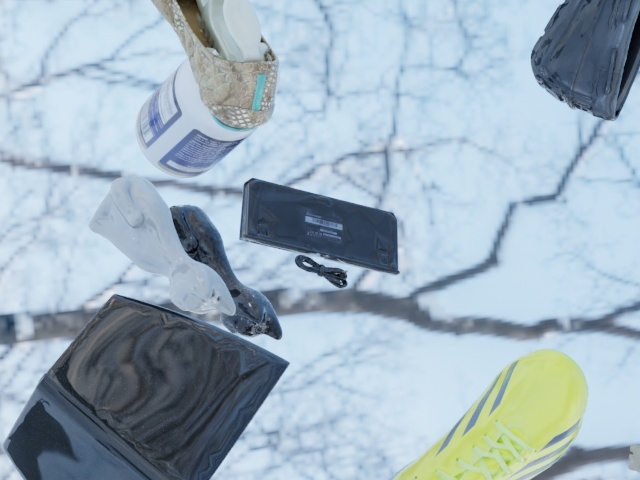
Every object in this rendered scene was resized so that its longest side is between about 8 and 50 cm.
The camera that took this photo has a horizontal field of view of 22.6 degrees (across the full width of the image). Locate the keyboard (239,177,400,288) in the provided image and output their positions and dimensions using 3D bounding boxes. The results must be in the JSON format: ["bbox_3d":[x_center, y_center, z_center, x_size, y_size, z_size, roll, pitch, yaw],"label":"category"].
[{"bbox_3d":[0.000,0.000,1.712,0.023,0.180,0.108,126,-29,-51],"label":"keyboard"}]

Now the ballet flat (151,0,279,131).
[{"bbox_3d":[-0.077,-0.169,1.157,0.206,0.073,0.067,60,-38,32],"label":"ballet flat"}]

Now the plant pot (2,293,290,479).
[{"bbox_3d":[-0.167,0.162,1.415,0.167,0.187,0.188,37,-43,-1],"label":"plant pot"}]

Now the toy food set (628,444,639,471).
[{"bbox_3d":[0.369,0.321,1.689,0.132,0.038,0.192,10,-88,45],"label":"toy food set"}]

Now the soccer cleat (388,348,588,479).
[{"bbox_3d":[0.140,0.207,1.460,0.093,0.121,0.289,46,-51,8],"label":"soccer cleat"}]

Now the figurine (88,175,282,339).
[{"bbox_3d":[-0.152,0.032,1.920,0.092,0.215,0.209,-49,-117,5],"label":"figurine"}]

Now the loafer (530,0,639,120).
[{"bbox_3d":[0.227,-0.185,1.081,0.078,0.076,0.223,35,-75,22],"label":"loafer"}]

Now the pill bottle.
[{"bbox_3d":[-0.104,-0.129,1.522,0.169,0.094,0.094,-33,-112,58],"label":"pill bottle"}]
